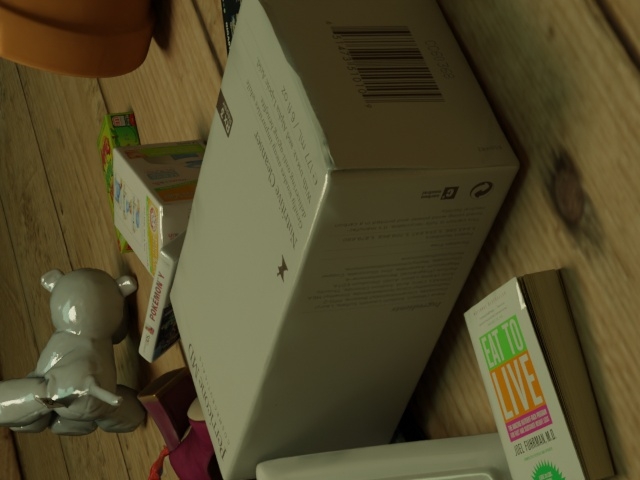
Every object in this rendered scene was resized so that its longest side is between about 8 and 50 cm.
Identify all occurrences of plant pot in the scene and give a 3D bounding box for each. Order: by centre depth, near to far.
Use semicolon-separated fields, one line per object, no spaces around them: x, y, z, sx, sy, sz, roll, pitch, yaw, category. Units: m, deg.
-0.325;-0.364;1.853;0.204;0.290;0.291;-65;34;28;plant pot

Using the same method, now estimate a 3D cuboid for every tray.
0.056;0.230;1.127;0.270;0.030;0.145;-13;85;37;tray

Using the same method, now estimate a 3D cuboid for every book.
0.148;0.104;1.020;0.096;0.035;0.144;-43;59;61;book

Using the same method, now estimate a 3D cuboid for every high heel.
-0.076;0.225;1.655;0.181;0.127;0.377;56;159;-11;high heel

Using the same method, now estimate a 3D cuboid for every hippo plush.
-0.392;0.163;2.254;0.294;0.234;0.237;83;-174;-74;hippo plush

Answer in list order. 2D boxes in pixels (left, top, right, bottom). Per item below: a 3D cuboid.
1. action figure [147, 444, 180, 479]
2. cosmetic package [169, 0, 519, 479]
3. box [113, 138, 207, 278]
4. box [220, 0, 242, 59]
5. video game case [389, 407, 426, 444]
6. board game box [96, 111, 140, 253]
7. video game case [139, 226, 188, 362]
-0.249;0.395;2.100;0.280;0.091;0.139;-46;7;27;action figure
0.000;0.000;1.188;0.385;0.156;0.217;110;148;-44;cosmetic package
-0.161;-0.034;1.712;0.203;0.114;0.103;-134;42;-59;box
-0.056;-0.281;1.420;0.175;0.051;0.220;177;86;-70;box
0.073;0.250;1.306;0.274;0.026;0.196;-122;31;-48;video game case
-0.280;-0.083;2.131;0.092;0.043;0.181;124;135;-62;board game box
-0.094;0.011;1.450;0.023;0.201;0.183;39;145;14;video game case
